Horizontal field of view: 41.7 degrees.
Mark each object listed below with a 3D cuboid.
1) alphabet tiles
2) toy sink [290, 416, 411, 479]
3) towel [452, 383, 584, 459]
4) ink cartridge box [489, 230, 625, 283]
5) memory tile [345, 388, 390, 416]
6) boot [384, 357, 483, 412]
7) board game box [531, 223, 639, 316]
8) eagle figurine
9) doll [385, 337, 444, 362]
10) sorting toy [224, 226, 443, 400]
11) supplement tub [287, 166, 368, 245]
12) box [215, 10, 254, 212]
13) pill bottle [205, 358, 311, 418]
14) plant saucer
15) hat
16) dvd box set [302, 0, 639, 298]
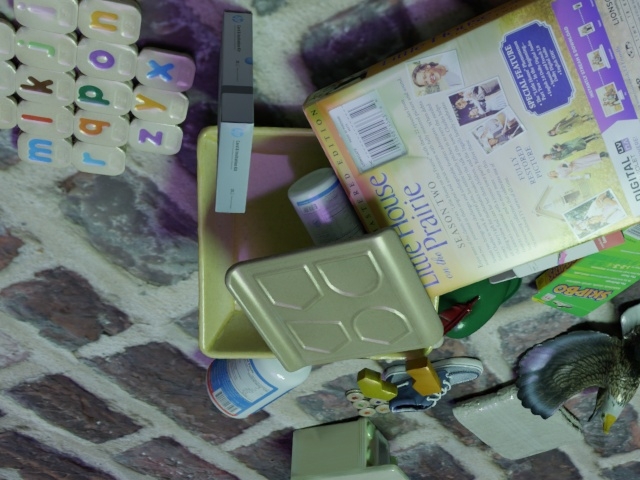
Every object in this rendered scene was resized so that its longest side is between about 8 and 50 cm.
[{"bbox_3d":[-0.302,-0.189,1.036,0.278,0.021,0.284,7,140,-13],"label":"alphabet tiles"},{"bbox_3d":[0.075,0.470,1.795,0.234,0.131,0.153,-13,140,20],"label":"toy sink"},{"bbox_3d":[0.421,0.379,1.769,0.187,0.049,0.282,-25,135,24],"label":"towel"},{"bbox_3d":[0.317,-0.025,1.203,0.198,0.115,0.067,-21,139,21],"label":"ink cartridge box"},{"bbox_3d":[0.135,0.321,1.705,0.148,0.012,0.113,-15,140,14],"label":"memory tile"},{"bbox_3d":[0.220,0.281,1.601,0.190,0.086,0.069,-9,141,8],"label":"boot"},{"bbox_3d":[0.467,0.036,1.353,0.124,0.039,0.259,20,133,-25],"label":"board game box"},{"bbox_3d":[0.531,0.250,1.541,0.226,0.225,0.298,57,157,-5],"label":"eagle figurine"},{"bbox_3d":[0.127,0.178,1.500,0.189,0.046,0.129,-4,132,-9],"label":"doll"},{"bbox_3d":[0.040,0.111,1.115,0.229,0.041,0.307,-15,130,19],"label":"sorting toy"},{"bbox_3d":[0.011,-0.032,1.068,0.071,0.071,0.107,-20,112,21],"label":"supplement tub"},{"bbox_3d":[-0.100,-0.148,0.967,0.038,0.186,0.145,2,141,-9],"label":"box"},{"bbox_3d":[-0.093,0.216,1.473,0.124,0.124,0.221,27,132,-32],"label":"pill bottle"},{"bbox_3d":[0.000,0.000,1.160,0.333,0.081,0.332,1,110,-4],"label":"plant saucer"},{"bbox_3d":[0.237,0.144,1.354,0.208,0.183,0.173,-7,141,5],"label":"hat"},{"bbox_3d":[0.231,-0.119,1.005,0.420,0.062,0.307,-23,111,19],"label":"dvd box set"}]
